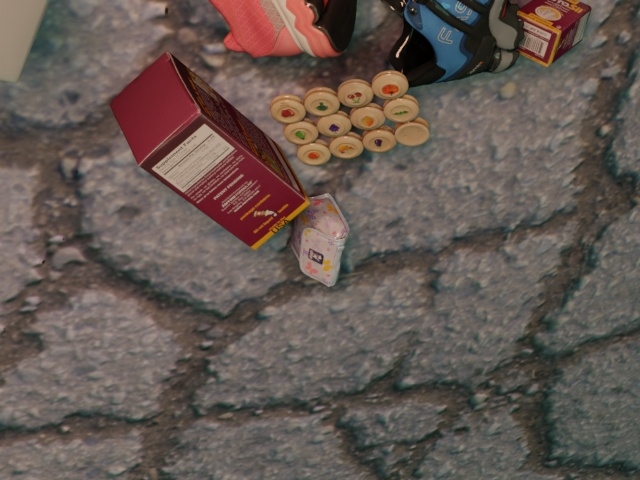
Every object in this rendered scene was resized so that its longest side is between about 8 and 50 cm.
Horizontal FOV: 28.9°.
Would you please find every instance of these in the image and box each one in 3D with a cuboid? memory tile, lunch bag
[{"bbox_3d":[0.031,-0.123,1.287,0.148,0.012,0.113,-12,143,16],"label":"memory tile"},{"bbox_3d":[0.000,0.000,1.381,0.053,0.083,0.071,-10,135,-22],"label":"lunch bag"}]

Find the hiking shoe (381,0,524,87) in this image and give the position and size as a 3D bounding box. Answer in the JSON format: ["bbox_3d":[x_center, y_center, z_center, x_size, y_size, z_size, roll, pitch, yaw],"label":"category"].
[{"bbox_3d":[0.120,-0.260,1.175,0.132,0.113,0.304,-23,138,-10],"label":"hiking shoe"}]

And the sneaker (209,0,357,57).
[{"bbox_3d":[-0.086,-0.274,1.046,0.136,0.116,0.313,-7,130,27],"label":"sneaker"}]

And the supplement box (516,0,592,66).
[{"bbox_3d":[0.238,-0.223,1.297,0.083,0.055,0.043,-39,151,-44],"label":"supplement box"}]

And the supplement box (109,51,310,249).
[{"bbox_3d":[-0.106,-0.085,1.221,0.081,0.104,0.188,-40,137,11],"label":"supplement box"}]

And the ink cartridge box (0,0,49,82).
[{"bbox_3d":[-0.331,-0.208,0.782,0.283,0.207,0.117,23,96,4],"label":"ink cartridge box"}]
